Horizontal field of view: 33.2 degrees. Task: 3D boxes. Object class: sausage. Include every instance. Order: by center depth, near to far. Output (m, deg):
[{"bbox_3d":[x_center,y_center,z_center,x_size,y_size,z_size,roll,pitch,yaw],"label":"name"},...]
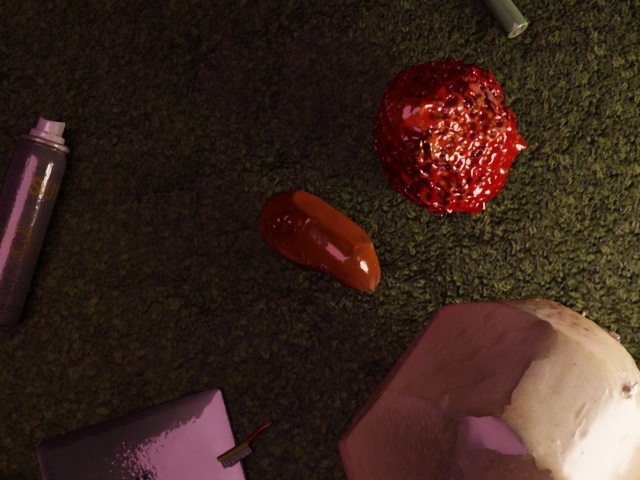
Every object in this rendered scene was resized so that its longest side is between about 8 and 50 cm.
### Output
[{"bbox_3d":[0.000,0.000,1.336,0.179,0.089,0.089,31,90,16],"label":"sausage"}]

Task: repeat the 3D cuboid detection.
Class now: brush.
[{"bbox_3d":[-0.091,0.256,1.350,0.083,0.019,0.021,-35,92,-13],"label":"brush"}]

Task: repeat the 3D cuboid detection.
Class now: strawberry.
[{"bbox_3d":[0.137,-0.126,1.268,0.184,0.201,0.187,31,104,26],"label":"strawberry"}]

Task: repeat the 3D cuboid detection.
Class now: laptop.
[{"bbox_3d":[-0.226,0.314,1.381,0.269,0.015,0.187,-19,79,9],"label":"laptop"}]

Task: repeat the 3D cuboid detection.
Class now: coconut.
[{"bbox_3d":[0.187,0.244,1.158,0.353,0.352,0.352,-1,83,12],"label":"coconut"}]

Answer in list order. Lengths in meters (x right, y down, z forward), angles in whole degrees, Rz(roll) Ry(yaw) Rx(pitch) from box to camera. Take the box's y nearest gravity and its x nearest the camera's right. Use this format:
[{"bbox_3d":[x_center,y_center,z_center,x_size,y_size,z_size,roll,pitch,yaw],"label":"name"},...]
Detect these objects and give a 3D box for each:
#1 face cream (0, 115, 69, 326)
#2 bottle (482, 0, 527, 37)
[{"bbox_3d":[-0.399,-0.027,1.431,0.073,0.073,0.283,15,86,13],"label":"face cream"},{"bbox_3d":[0.226,-0.295,1.353,0.030,0.030,0.083,-34,77,6],"label":"bottle"}]
